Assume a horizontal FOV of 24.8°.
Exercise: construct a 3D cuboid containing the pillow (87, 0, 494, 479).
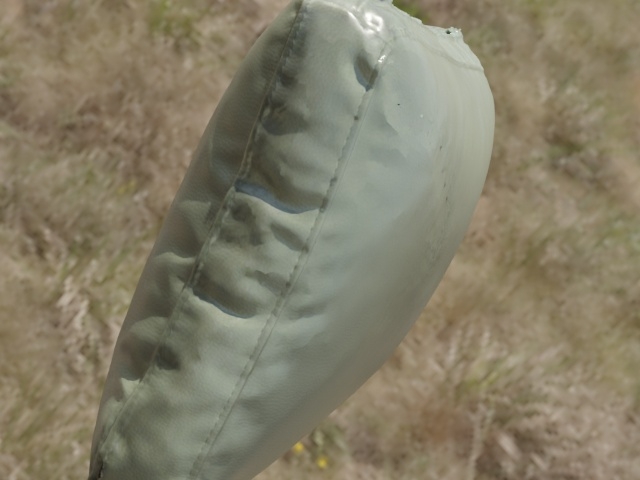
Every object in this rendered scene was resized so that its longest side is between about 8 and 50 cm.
[{"bbox_3d":[0.000,0.000,0.739,0.120,0.255,0.322,28,9,9],"label":"pillow"}]
